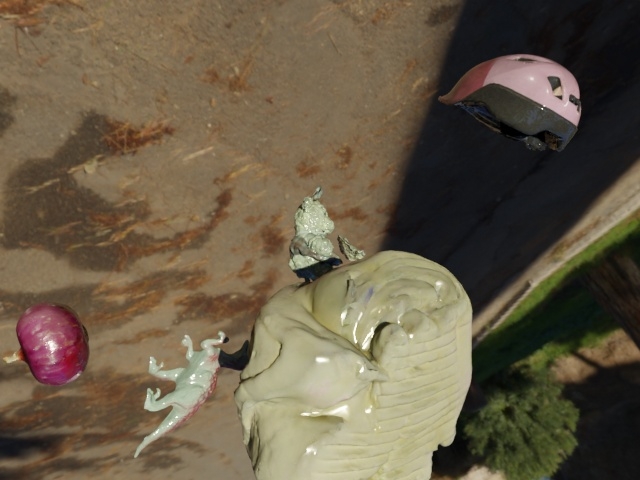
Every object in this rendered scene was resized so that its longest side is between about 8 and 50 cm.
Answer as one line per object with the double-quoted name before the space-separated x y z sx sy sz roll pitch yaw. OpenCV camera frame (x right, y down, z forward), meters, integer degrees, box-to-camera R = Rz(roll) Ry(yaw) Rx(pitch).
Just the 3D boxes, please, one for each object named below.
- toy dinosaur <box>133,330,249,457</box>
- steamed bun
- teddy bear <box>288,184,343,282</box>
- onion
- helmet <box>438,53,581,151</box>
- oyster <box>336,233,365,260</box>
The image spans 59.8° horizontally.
"toy dinosaur" -0.225 0.263 0.951 0.167 0.242 0.053 26 165 -20
"steamed bun" 0.028 0.189 0.767 0.339 0.247 0.352 -13 114 -38
"teddy bear" -0.017 0.012 1.056 0.111 0.213 0.133 -18 168 -12
"onion" -0.559 0.215 1.160 0.177 0.177 0.153 -41 164 34
"helmet" 0.351 -0.258 0.996 0.198 0.253 0.154 16 116 -33
"oyster" 0.059 0.018 1.283 0.037 0.098 0.100 -52 136 -3
